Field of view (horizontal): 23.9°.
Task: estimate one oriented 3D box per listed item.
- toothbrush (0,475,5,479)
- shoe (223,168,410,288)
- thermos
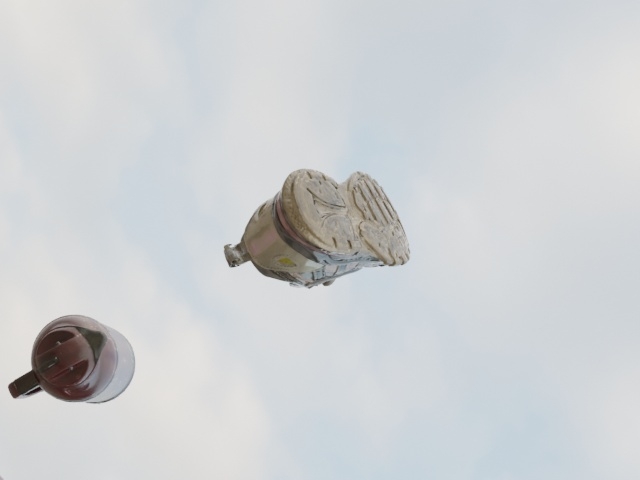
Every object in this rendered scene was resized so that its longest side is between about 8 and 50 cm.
[{"bbox_3d":[-0.414,0.287,1.877,0.022,0.017,0.204,28,-19,44],"label":"toothbrush"},{"bbox_3d":[0.000,0.000,1.227,0.092,0.180,0.089,-32,-107,26],"label":"shoe"},{"bbox_3d":[-0.319,0.153,1.931,0.330,0.136,0.110,106,-12,-83],"label":"thermos"}]
